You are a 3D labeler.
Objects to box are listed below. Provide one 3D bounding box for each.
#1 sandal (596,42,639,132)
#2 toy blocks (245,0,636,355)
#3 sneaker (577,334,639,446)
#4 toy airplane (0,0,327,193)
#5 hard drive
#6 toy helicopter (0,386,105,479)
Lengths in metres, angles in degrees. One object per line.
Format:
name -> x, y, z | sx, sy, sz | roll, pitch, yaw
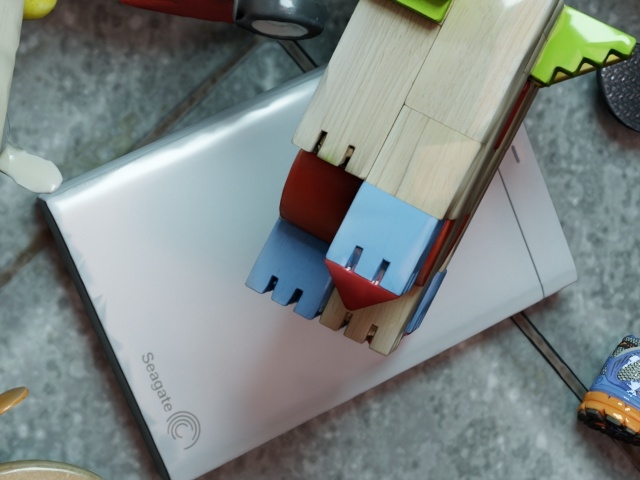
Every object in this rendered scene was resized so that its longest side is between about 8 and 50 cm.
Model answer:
sandal -> 0.279, -0.115, 1.326 | 0.179, 0.040, 0.067 | 9, 99, -35
toy blocks -> 0.054, -0.049, 1.059 | 0.191, 0.381, 0.261 | 27, 96, 8
sneaker -> 0.315, 0.142, 1.347 | 0.221, 0.083, 0.087 | 24, 80, -24
toy airplane -> -0.191, -0.234, 1.011 | 0.386, 0.272, 0.384 | -48, 128, -43
hard drive -> 0.000, 0.000, 1.230 | 0.353, 0.047, 0.233 | -26, 105, -15
toy helicopter -> -0.293, 0.228, 1.107 | 0.355, 0.140, 0.235 | -9, 98, -16
